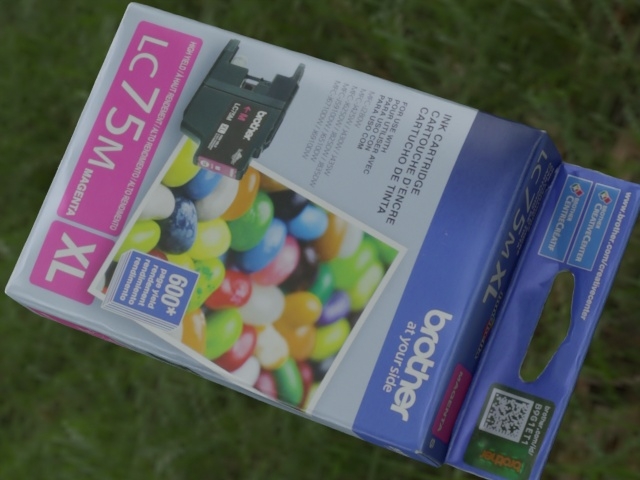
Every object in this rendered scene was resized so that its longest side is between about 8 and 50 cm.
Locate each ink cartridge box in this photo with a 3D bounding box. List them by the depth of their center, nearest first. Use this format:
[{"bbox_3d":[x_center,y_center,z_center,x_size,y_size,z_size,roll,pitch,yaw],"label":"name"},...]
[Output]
[{"bbox_3d":[0.000,0.000,1.045,0.186,0.311,0.065,-68,-19,-7],"label":"ink cartridge box"}]
